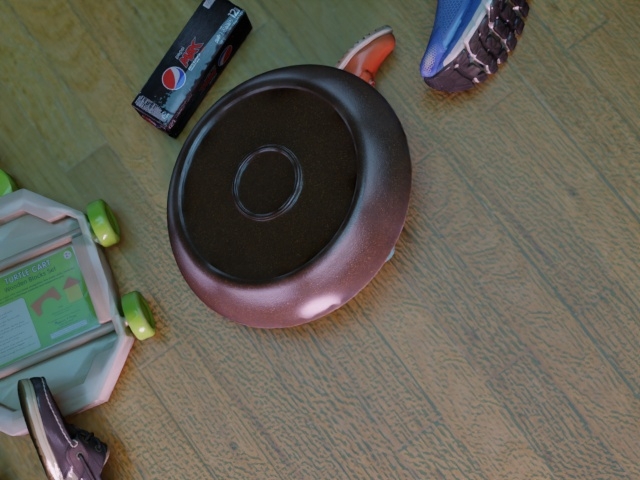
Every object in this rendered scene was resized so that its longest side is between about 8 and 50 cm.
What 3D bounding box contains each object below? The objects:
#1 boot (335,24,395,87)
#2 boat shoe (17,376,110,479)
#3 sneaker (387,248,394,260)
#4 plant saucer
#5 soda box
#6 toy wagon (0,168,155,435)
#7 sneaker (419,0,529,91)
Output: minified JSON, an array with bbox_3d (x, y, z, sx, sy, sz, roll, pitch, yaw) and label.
[{"bbox_3d":[0.046,-0.175,1.287,0.084,0.059,0.158,42,96,8],"label":"boot"},{"bbox_3d":[-0.268,0.244,1.220,0.073,0.080,0.223,-22,105,-17],"label":"boat shoe"},{"bbox_3d":[0.000,0.000,1.266,0.166,0.065,0.076,-9,59,5],"label":"sneaker"},{"bbox_3d":[-0.051,-0.059,1.226,0.311,0.050,0.310,-7,73,25],"label":"plant saucer"},{"bbox_3d":[-0.151,-0.208,1.309,0.053,0.060,0.169,33,85,9],"label":"soda box"},{"bbox_3d":[-0.355,0.044,1.287,0.267,0.068,0.344,-22,78,2],"label":"toy wagon"},{"bbox_3d":[0.172,-0.327,1.276,0.147,0.130,0.330,15,79,23],"label":"sneaker"}]
